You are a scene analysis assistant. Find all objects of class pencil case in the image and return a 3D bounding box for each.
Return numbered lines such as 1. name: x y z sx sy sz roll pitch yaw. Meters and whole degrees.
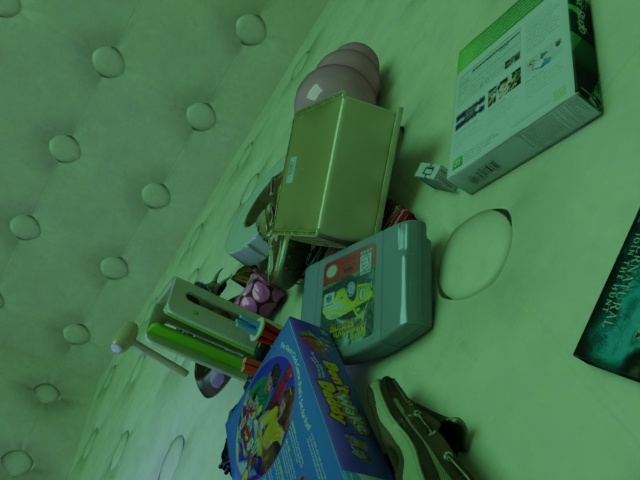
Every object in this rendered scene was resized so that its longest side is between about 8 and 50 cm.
1. pencil case: -0.180 0.174 1.366 0.209 0.098 0.095 -53 9 8

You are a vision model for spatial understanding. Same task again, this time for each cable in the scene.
1. cable: -0.163 0.403 1.126 0.184 0.047 0.151 -11 53 63

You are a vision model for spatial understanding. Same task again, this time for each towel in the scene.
1. towel: 0.088 0.006 1.069 0.199 0.031 0.275 -60 19 9

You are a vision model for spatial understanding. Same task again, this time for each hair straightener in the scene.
1. hair straightener: 0.000 0.000 1.222 0.231 0.047 0.089 -59 -2 7

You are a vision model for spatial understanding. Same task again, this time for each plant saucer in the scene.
1. plant saucer: -0.274 0.281 1.542 0.311 0.050 0.311 -49 25 32

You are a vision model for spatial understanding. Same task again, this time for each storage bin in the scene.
1. storage bin: 0.016 -0.123 1.070 0.260 0.123 0.263 4 83 65

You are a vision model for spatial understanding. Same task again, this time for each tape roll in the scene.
1. tape roll: -0.135 -0.103 1.606 0.392 0.072 0.392 -44 23 24

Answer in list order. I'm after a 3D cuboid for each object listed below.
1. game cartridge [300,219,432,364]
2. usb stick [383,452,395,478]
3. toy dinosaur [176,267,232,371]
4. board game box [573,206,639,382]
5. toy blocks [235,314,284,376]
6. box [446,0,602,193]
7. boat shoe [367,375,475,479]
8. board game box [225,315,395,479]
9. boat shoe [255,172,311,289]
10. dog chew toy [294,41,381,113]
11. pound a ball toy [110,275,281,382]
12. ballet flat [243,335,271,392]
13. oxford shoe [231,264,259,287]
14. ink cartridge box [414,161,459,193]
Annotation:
1. game cartridge: 0.062 0.102 0.915 0.294 0.060 0.196 -28 53 47
2. usb stick: 0.014 0.351 0.784 0.278 0.045 0.077 -35 40 49
3. toy dinosaur: -0.327 0.217 1.501 0.314 0.120 0.161 -93 19 -58
4. board game box: 0.318 0.040 0.494 0.186 0.026 0.126 -64 20 -6
5. toy blocks: -0.116 0.221 1.103 0.054 0.148 0.123 -8 55 65
6. box: 0.305 -0.253 0.857 0.232 0.058 0.322 -35 34 49
7. boat shoe: 0.126 0.238 0.638 0.095 0.095 0.257 -24 23 1
8. board game box: -0.034 0.301 0.773 0.234 0.078 0.347 -60 25 15
9. boat shoe: -0.090 -0.029 1.332 0.116 0.123 0.325 -4 57 21
10. dog chew toy: 0.062 -0.385 1.409 0.206 0.206 0.332 -37 23 48
11. pound a ball toy: -0.276 0.206 1.253 0.208 0.319 0.136 -48 24 33
12. ballet flat: -0.133 0.260 1.175 0.049 0.057 0.173 29 108 39
13. oxford shoe: -0.202 0.101 1.571 0.076 0.076 0.212 -54 20 -7
14. ink cartridge box: 0.199 -0.105 0.922 0.028 0.048 0.083 -61 22 2
